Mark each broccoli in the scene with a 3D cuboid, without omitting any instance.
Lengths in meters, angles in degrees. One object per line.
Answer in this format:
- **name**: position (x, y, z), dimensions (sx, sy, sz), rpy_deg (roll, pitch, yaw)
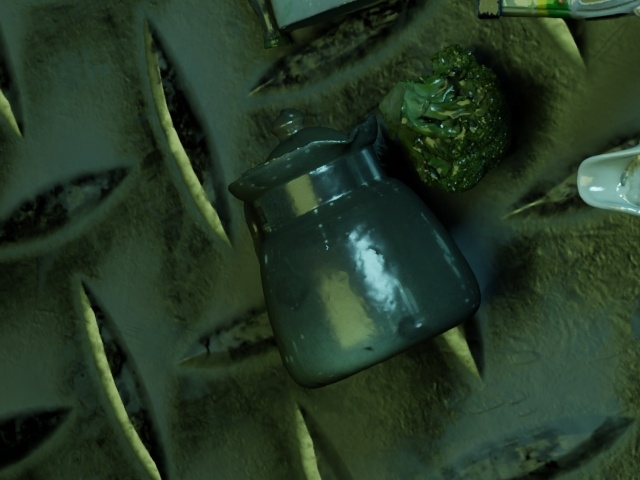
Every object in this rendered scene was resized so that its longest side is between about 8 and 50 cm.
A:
- **broccoli**: position (0.132, -0.125, 2.009), dimensions (0.146, 0.138, 0.162), rpy_deg (-62, 27, 21)

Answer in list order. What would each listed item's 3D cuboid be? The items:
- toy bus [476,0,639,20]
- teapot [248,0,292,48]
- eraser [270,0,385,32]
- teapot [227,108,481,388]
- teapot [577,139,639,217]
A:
- **toy bus**: position (0.262, -0.283, 1.785), dimensions (0.179, 0.305, 0.143), rpy_deg (5, 102, 21)
- **teapot**: position (-0.063, -0.268, 2.164), dimensions (0.043, 0.043, 0.111), rpy_deg (-17, 91, 35)
- **eraser**: position (-0.001, -0.357, 2.079), dimensions (0.174, 0.081, 0.227), rpy_deg (-16, 90, 29)
- **teapot**: position (0.021, -0.010, 2.072), dimensions (0.223, 0.305, 0.285), rpy_deg (-24, 90, 2)
- **teapot**: position (0.410, -0.057, 1.816), dimensions (0.299, 0.166, 0.208), rpy_deg (4, 89, 44)
